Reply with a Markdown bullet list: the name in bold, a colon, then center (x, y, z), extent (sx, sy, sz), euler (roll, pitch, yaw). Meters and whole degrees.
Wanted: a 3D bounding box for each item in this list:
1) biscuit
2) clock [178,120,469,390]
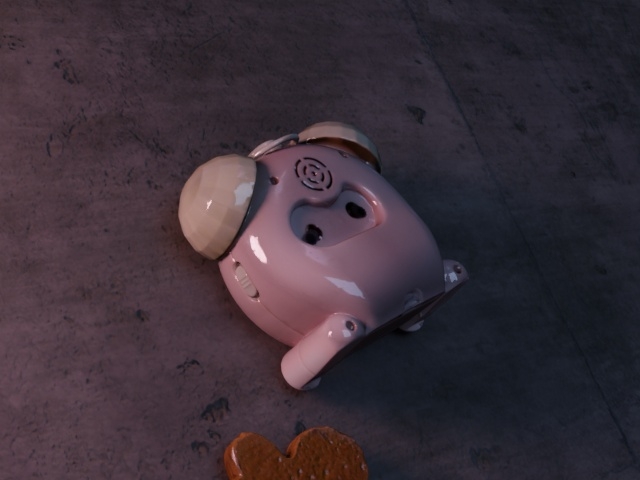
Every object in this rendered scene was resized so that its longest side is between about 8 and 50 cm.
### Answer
- **biscuit**: center (-0.055, 0.333, 1.399), extent (0.205, 0.049, 0.324), euler (49, 46, 3)
- **clock**: center (0.000, 0.000, 1.596), extent (0.342, 0.184, 0.325), euler (-20, 68, -47)
